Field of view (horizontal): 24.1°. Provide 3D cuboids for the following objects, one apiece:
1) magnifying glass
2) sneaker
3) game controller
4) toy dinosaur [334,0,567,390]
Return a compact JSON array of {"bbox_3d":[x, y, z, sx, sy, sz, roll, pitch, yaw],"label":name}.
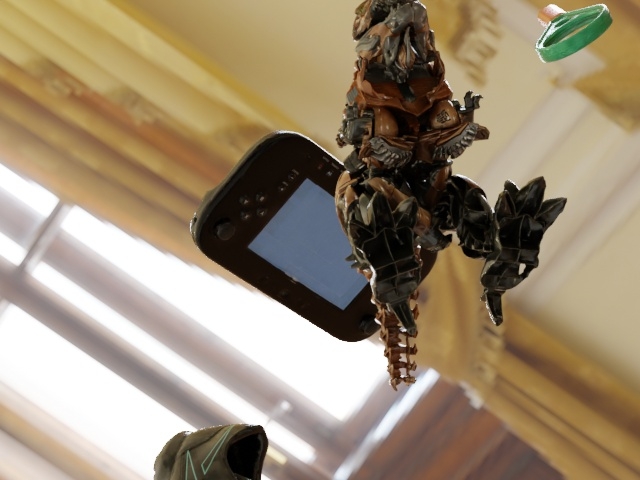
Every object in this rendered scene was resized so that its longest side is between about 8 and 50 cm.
[{"bbox_3d":[0.285,-0.250,1.753,0.092,0.026,0.231,-32,15,8],"label":"magnifying glass"},{"bbox_3d":[-0.112,0.269,1.388,0.106,0.101,0.267,-21,37,24],"label":"sneaker"},{"bbox_3d":[0.000,0.000,1.656,0.166,0.319,0.067,-43,45,13],"label":"game controller"},{"bbox_3d":[0.079,-0.034,1.208,0.164,0.322,0.218,-27,29,-7],"label":"toy dinosaur"}]
